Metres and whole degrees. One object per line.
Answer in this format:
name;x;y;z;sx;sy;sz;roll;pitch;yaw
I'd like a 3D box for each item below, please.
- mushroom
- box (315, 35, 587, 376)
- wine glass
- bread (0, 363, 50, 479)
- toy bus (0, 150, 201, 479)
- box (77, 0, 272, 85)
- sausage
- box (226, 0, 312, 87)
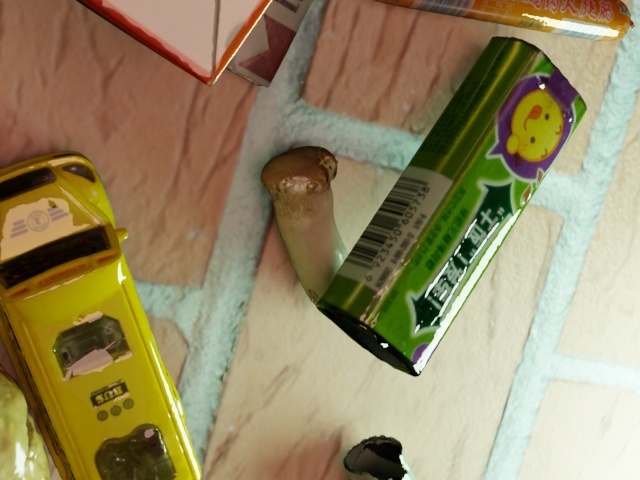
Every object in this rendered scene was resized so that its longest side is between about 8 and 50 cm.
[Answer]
mushroom;0.000;0.000;1.217;0.071;0.084;0.209;-5;120;24
box;0.136;-0.035;1.214;0.134;0.097;0.345;40;77;-35
wine glass;0.085;0.317;1.330;0.079;0.079;0.195;-25;114;-15
bread;-0.349;0.175;1.044;0.244;0.244;0.134;36;47;-27
toy bus;-0.223;0.090;1.098;0.144;0.152;0.330;-22;112;-15
box;-0.155;-0.354;0.927;0.349;0.257;0.318;33;92;-20
sausage;0.187;-0.252;1.229;0.348;0.053;0.053;5;102;-24
box;-0.061;-0.250;1.135;0.115;0.036;0.177;26;93;-26
